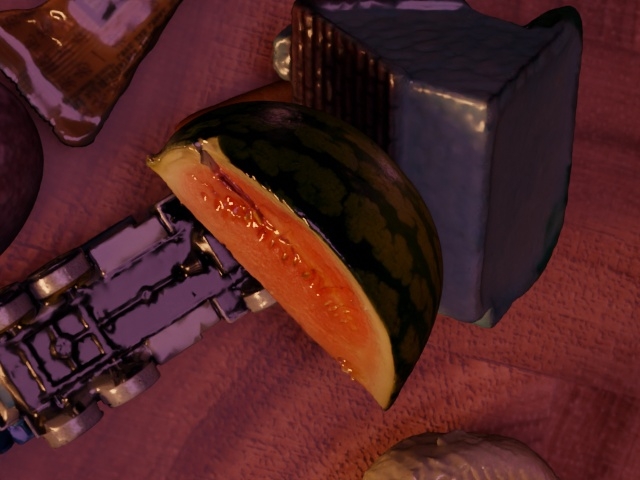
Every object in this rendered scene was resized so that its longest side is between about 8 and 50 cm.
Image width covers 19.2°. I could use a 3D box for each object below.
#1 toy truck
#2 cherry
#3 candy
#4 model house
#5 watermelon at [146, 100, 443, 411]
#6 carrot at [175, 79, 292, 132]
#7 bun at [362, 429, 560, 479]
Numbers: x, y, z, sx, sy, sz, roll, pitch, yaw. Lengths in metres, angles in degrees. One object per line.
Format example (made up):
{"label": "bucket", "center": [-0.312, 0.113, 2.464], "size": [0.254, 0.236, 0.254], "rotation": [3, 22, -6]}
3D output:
{"label": "toy truck", "center": [-0.190, 0.061, 1.706], "size": [0.367, 0.175, 0.146], "rotation": [-31, 99, -8]}
{"label": "cherry", "center": [-0.362, -0.050, 1.666], "size": [0.266, 0.183, 0.213], "rotation": [-38, 118, -29]}
{"label": "candy", "center": [-0.183, -0.222, 1.724], "size": [0.143, 0.101, 0.271], "rotation": [43, 78, -7]}
{"label": "model house", "center": [0.081, -0.088, 1.753], "size": [0.248, 0.230, 0.281], "rotation": [18, 125, 24]}
{"label": "watermelon", "center": [0.005, -0.001, 1.576], "size": [0.159, 0.128, 0.303], "rotation": [-42, 97, 9]}
{"label": "carrot", "center": [-0.026, -0.137, 1.800], "size": [0.247, 0.043, 0.043], "rotation": [-23, 96, -12]}
{"label": "bun", "center": [0.118, 0.289, 1.788], "size": [0.243, 0.153, 0.244], "rotation": [-1, 91, -31]}
